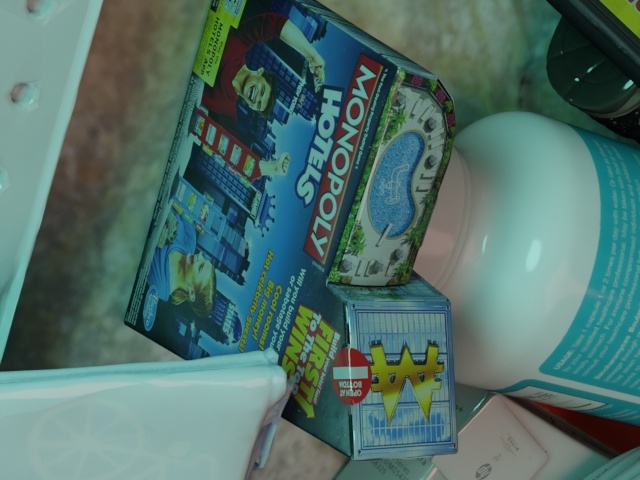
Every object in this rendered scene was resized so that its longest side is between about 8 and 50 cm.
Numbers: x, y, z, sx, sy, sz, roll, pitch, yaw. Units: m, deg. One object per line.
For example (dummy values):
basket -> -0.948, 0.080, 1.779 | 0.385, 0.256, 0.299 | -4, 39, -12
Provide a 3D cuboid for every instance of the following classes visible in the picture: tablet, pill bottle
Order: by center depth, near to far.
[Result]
pill bottle -> 0.142, 0.018, 0.739 | 0.264, 0.146, 0.146 | 16, 108, -26
tablet -> 0.100, 0.128, 0.814 | 0.054, 0.006, 0.083 | -45, 132, -4

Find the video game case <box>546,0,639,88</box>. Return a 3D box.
video game case -> 0.227, -0.177, 0.670 | 0.275, 0.035, 0.248 | 42, 88, -6

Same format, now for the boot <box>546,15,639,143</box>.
boot -> 0.239, -0.141, 0.781 | 0.236, 0.085, 0.178 | -54, 139, 1

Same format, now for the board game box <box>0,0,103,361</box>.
board game box -> -0.267, -0.077, 0.468 | 0.390, 0.050, 0.390 | 4, 114, -38

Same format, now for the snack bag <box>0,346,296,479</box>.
snack bag -> -0.195, 0.174, 0.587 | 0.343, 0.037, 0.323 | -2, 132, -18

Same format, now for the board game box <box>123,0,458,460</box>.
board game box -> 0.000, 0.000, 0.611 | 0.060, 0.194, 0.194 | 2, 116, -37

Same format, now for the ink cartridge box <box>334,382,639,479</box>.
ink cartridge box -> 0.164, 0.130, 0.907 | 0.275, 0.060, 0.239 | 32, 97, -43

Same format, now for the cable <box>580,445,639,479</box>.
cable -> 0.219, 0.247, 0.920 | 0.257, 0.089, 0.257 | -53, 135, 3
